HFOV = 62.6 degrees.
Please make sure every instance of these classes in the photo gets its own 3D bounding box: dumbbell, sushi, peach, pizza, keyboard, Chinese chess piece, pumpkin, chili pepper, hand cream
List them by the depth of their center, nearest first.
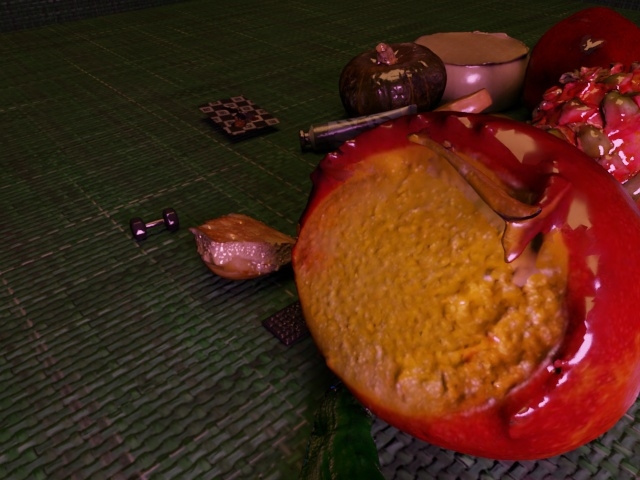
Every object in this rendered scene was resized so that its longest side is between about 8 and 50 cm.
[{"bbox_3d":[0.023,0.229,0.512,0.098,0.061,0.224,-31,19,9],"label":"chili pepper"},{"bbox_3d":[0.166,0.035,0.590,0.309,0.335,0.406,10,16,-37],"label":"peach"},{"bbox_3d":[0.012,0.089,0.783,0.204,0.013,0.061,-27,43,-32],"label":"keyboard"},{"bbox_3d":[-0.130,0.012,0.850,0.188,0.081,0.204,1,18,-39],"label":"pizza"},{"bbox_3d":[-0.295,-0.030,0.934,0.083,0.040,0.036,-19,8,-24],"label":"dumbbell"},{"bbox_3d":[0.087,-0.249,1.195,0.271,0.091,0.058,-8,32,-4],"label":"hand cream"},{"bbox_3d":[0.166,-0.391,1.275,0.260,0.189,0.260,-13,37,10],"label":"pumpkin"},{"bbox_3d":[-0.208,-0.305,1.321,0.139,0.031,0.201,-22,44,-28],"label":"sushi"},{"bbox_3d":[0.398,-0.467,1.441,0.337,0.141,0.338,-2,35,1],"label":"Chinese chess piece"}]

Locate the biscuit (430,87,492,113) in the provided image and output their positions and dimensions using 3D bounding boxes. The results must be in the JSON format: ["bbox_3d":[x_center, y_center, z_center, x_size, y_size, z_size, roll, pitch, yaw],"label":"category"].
[{"bbox_3d":[0.222,-0.225,1.050,0.275,0.052,0.355,-29,5,41],"label":"biscuit"}]

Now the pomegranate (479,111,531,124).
[{"bbox_3d":[0.299,-0.170,1.024,0.220,0.156,0.156,-3,35,13],"label":"pomegranate"}]

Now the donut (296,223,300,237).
[{"bbox_3d":[0.000,0.000,0.867,0.037,0.067,0.083,-7,-2,-37],"label":"donut"}]

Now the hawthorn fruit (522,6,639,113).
[{"bbox_3d":[0.603,-0.384,1.234,0.265,0.265,0.307,29,64,35],"label":"hawthorn fruit"}]

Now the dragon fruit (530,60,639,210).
[{"bbox_3d":[0.478,-0.146,0.896,0.236,0.303,0.231,2,-1,-35],"label":"dragon fruit"}]
